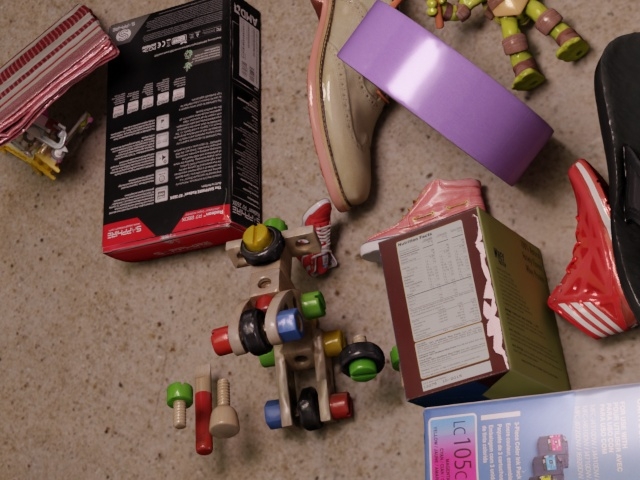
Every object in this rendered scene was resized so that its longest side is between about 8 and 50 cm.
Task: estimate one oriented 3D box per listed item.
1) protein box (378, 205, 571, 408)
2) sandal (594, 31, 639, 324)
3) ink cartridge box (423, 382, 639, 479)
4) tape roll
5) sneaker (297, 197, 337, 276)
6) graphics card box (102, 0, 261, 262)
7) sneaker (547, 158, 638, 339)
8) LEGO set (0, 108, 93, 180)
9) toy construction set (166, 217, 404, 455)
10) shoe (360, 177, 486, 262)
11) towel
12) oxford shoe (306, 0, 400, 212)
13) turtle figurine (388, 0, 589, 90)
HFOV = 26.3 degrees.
[{"bbox_3d":[0.186,0.096,1.643,0.136,0.200,0.201,-20,66,25],"label":"protein box"},{"bbox_3d":[0.411,-0.056,1.569,0.167,0.107,0.446,-6,67,-10],"label":"sandal"},{"bbox_3d":[0.341,0.243,1.462,0.395,0.270,0.151,-12,71,28],"label":"ink cartridge box"},{"bbox_3d":[0.155,-0.183,1.703,0.275,0.275,0.090,41,97,33],"label":"tape roll"},{"bbox_3d":[0.000,0.000,1.859,0.067,0.042,0.118,57,145,27],"label":"sneaker"},{"bbox_3d":[-0.205,-0.165,2.026,0.232,0.094,0.371,-12,70,28],"label":"graphics card box"},{"bbox_3d":[0.315,0.016,1.660,0.128,0.087,0.221,-28,61,20],"label":"sneaker"},{"bbox_3d":[-0.446,-0.179,2.173,0.107,0.132,0.287,-54,31,-14],"label":"LEGO set"},{"bbox_3d":[-0.073,0.117,1.813,0.309,0.257,0.237,-34,43,30],"label":"toy construction set"},{"bbox_3d":[0.134,-0.027,1.799,0.178,0.063,0.081,-14,67,22],"label":"shoe"},{"bbox_3d":[-0.428,-0.258,2.102,0.237,0.037,0.329,-39,25,-1],"label":"towel"},{"bbox_3d":[0.062,-0.236,1.863,0.146,0.140,0.397,-1,83,10],"label":"oxford shoe"},{"bbox_3d":[0.241,-0.305,1.800,0.269,0.087,0.217,-28,71,5],"label":"turtle figurine"}]
